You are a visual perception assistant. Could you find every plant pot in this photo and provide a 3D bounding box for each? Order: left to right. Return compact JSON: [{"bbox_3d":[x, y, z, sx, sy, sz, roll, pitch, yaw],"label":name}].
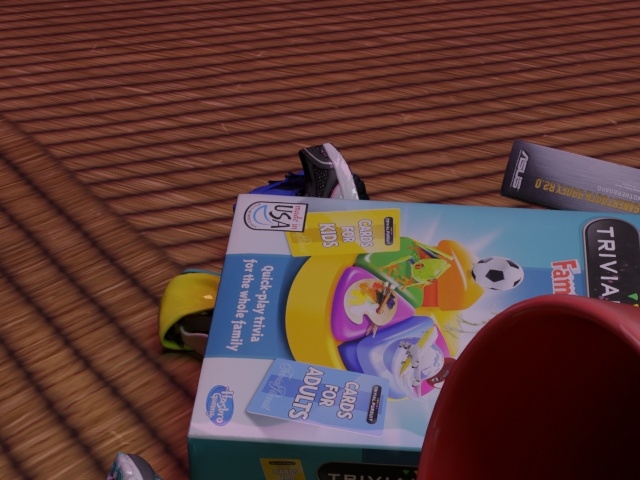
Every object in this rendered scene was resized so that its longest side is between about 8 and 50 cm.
[{"bbox_3d":[0.214,0.164,0.775,0.243,0.274,0.275,3,19,-24],"label":"plant pot"}]

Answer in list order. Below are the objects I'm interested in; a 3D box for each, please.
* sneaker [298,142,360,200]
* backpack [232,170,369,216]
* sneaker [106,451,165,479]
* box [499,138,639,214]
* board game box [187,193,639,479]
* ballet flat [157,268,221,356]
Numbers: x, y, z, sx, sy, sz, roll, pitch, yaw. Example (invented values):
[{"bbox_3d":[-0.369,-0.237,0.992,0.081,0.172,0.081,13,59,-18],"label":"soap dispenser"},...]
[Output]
[{"bbox_3d":[0.000,0.000,1.307,0.077,0.072,0.178,-12,67,-6],"label":"sneaker"},{"bbox_3d":[-0.015,-0.021,1.422,0.101,0.097,0.120,13,25,36],"label":"backpack"},{"bbox_3d":[-0.087,0.187,0.957,0.076,0.065,0.166,9,19,-29],"label":"sneaker"},{"bbox_3d":[0.301,-0.034,1.429,0.183,0.056,0.231,18,5,34],"label":"box"},{"bbox_3d":[0.092,0.080,1.091,0.336,0.079,0.253,3,41,4],"label":"board game box"},{"bbox_3d":[-0.025,0.073,1.236,0.231,0.077,0.077,5,43,16],"label":"ballet flat"}]
